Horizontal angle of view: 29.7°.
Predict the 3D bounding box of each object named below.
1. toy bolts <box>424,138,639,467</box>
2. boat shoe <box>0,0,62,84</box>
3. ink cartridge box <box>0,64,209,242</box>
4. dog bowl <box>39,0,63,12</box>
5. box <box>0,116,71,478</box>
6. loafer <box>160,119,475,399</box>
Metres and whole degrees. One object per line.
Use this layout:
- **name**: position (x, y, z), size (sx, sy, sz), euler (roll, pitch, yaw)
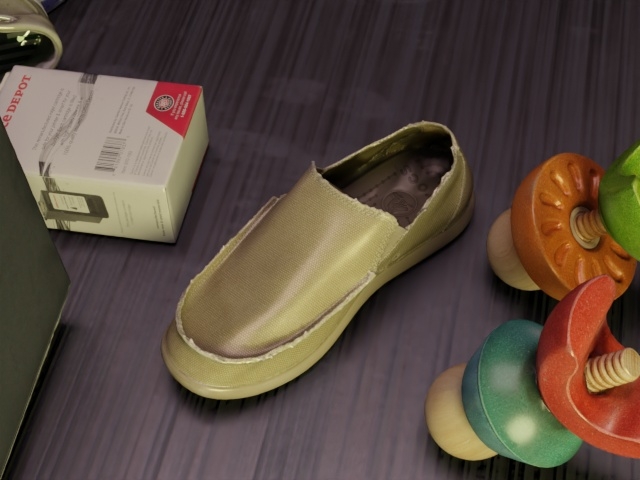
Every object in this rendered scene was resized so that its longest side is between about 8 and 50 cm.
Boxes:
- **toy bolts**: position (0.173, 0.071, 0.756), size (0.218, 0.158, 0.228), euler (53, 49, -9)
- **boat shoe**: position (-0.343, -0.132, 0.908), size (0.302, 0.109, 0.094), euler (-24, 35, -23)
- **ink cartridge box**: position (-0.169, -0.065, 0.890), size (0.150, 0.063, 0.109), euler (7, 51, 8)
- **dog bowl**: position (-0.332, -0.293, 1.060), size (0.264, 0.104, 0.265), euler (-1, 49, 1)
- **box**: position (-0.345, -0.019, 0.656), size (0.312, 0.343, 0.179), euler (5, 52, 10)
- **loafer**: position (0.000, 0.000, 0.812), size (0.102, 0.092, 0.268), euler (36, 59, 27)
